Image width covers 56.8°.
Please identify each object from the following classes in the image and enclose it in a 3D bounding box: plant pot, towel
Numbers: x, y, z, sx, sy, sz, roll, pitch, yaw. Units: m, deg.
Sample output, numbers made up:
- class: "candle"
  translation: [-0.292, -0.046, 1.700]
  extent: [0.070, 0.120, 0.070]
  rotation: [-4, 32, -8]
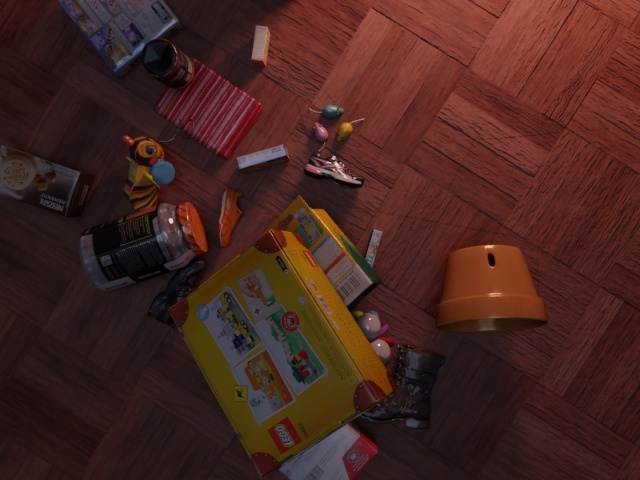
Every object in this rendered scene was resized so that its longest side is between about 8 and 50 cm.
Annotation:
- class: "plant pot"
  translation: [0.455, 0.134, 1.612]
  extent: [0.290, 0.291, 0.204]
  rotation: [-1, 74, 2]
- class: "towel"
  translation: [-0.330, -0.389, 1.741]
  extent: [0.274, 0.031, 0.199]
  rotation: [35, 94, 3]

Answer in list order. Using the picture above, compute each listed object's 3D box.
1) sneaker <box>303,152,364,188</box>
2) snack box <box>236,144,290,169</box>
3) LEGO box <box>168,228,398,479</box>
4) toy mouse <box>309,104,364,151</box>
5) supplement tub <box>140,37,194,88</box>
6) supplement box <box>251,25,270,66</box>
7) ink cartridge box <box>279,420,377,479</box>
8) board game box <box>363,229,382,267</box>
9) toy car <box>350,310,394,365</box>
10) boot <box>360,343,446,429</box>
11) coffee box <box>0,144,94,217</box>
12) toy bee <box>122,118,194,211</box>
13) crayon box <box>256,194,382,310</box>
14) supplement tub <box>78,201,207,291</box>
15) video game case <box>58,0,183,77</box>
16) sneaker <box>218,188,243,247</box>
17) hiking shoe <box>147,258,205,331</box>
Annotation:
- class: "sneaker"
  translation: [0.046, -0.207, 1.712]
  extent: [0.178, 0.072, 0.077]
  rotation: [18, 81, -4]
- class: "snack box"
  translation: [-0.163, -0.233, 1.701]
  extent: [0.141, 0.100, 0.037]
  rotation: [-15, 90, 3]
- class: "LEGO box"
  translation: [-0.102, 0.280, 1.532]
  extent: [0.372, 0.193, 0.500]
  rotation: [-37, 75, 15]
- class: "toy mouse"
  translation: [0.022, -0.344, 1.726]
  extent: [0.143, 0.031, 0.161]
  rotation: [41, 92, 1]
- class: "supplement tub"
  translation: [-0.412, -0.478, 1.631]
  extent: [0.106, 0.198, 0.106]
  rotation: [0, 91, 5]
- class: "supplement box"
  translation: [-0.172, -0.562, 1.715]
  extent: [0.036, 0.062, 0.099]
  rotation: [8, 92, 3]
- class: "ink cartridge box"
  translation: [-0.023, 0.570, 1.696]
  extent: [0.306, 0.131, 0.226]
  rotation: [41, 92, 3]
- class: "board game box"
  translation: [0.141, 0.045, 1.693]
  extent: [0.026, 0.103, 0.154]
  rotation: [16, 91, 2]
- class: "toy car"
  translation: [0.144, 0.281, 1.688]
  extent: [0.136, 0.159, 0.182]
  rotation: [-16, 82, -34]
- class: "boot"
  translation: [0.222, 0.414, 1.715]
  extent: [0.262, 0.091, 0.229]
  rotation: [8, 86, -2]
- class: "coffee box"
  translation: [-0.815, -0.170, 1.729]
  extent: [0.246, 0.098, 0.141]
  rotation: [20, 92, 2]
- class: "toy bee"
  translation: [-0.503, -0.228, 1.686]
  extent: [0.195, 0.162, 0.299]
  rotation: [6, 81, 46]
- class: "crayon box"
  translation: [-0.009, 0.058, 1.655]
  extent: [0.203, 0.083, 0.323]
  rotation: [-45, 73, 21]
- class: "supplement tub"
  translation: [-0.494, 0.012, 1.673]
  extent: [0.315, 0.193, 0.194]
  rotation: [-18, 90, 3]
- class: "video game case"
  translation: [-0.581, -0.660, 1.730]
  extent: [0.244, 0.061, 0.270]
  rotation: [-38, 89, 1]
- class: "sneaker"
  translation: [-0.263, -0.063, 1.729]
  extent: [0.067, 0.064, 0.175]
  rotation: [9, 94, -8]
- class: "hiking shoe"
  translation: [-0.399, 0.156, 1.738]
  extent: [0.114, 0.086, 0.227]
  rotation: [40, 96, -14]
